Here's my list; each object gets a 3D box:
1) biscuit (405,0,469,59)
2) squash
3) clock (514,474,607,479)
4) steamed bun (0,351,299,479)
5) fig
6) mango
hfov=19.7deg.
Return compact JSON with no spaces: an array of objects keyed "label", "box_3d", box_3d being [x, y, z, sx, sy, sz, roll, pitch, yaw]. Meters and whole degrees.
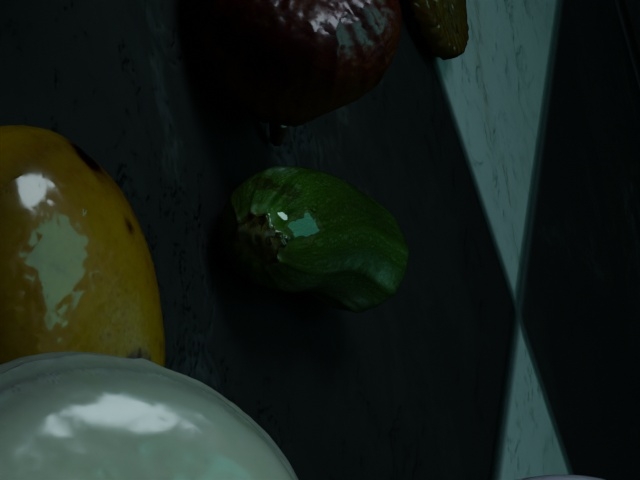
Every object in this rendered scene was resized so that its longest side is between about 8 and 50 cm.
[{"label":"biscuit","box_3d":[0.088,-0.246,1.582,0.188,0.027,0.187,-13,90,-72]},{"label":"squash","box_3d":[0.000,0.000,1.056,0.077,0.068,0.219,65,14,17]},{"label":"clock","box_3d":[0.150,0.321,1.001,0.377,0.251,0.368,32,47,-58]},{"label":"steamed bun","box_3d":[-0.083,0.147,0.541,0.177,0.131,0.228,17,62,-23]},{"label":"fig","box_3d":[-0.005,-0.114,1.042,0.153,0.119,0.119,45,36,-63]},{"label":"mango","box_3d":[-0.104,0.048,0.658,0.115,0.090,0.178,-16,97,-61]}]
